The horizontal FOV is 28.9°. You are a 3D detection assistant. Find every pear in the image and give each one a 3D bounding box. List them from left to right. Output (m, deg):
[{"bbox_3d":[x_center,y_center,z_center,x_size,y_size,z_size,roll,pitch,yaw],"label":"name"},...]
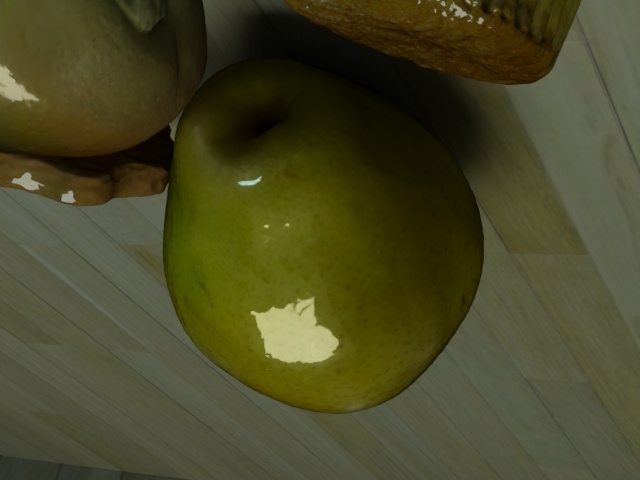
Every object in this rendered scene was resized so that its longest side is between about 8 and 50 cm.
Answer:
[{"bbox_3d":[0.000,0.000,1.361,0.362,0.362,0.418,4,139,24],"label":"pear"}]

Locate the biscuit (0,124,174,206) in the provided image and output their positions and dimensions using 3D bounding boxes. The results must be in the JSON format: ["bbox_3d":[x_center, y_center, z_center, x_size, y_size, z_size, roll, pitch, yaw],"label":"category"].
[{"bbox_3d":[-0.341,-0.134,1.404,0.365,0.062,0.385,15,-164,-3],"label":"biscuit"}]

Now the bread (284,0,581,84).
[{"bbox_3d":[0.089,-0.227,1.037,0.253,0.142,0.227,15,179,31],"label":"bread"}]

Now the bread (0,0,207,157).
[{"bbox_3d":[-0.308,-0.212,1.128,0.376,0.253,0.348,10,173,22],"label":"bread"}]
